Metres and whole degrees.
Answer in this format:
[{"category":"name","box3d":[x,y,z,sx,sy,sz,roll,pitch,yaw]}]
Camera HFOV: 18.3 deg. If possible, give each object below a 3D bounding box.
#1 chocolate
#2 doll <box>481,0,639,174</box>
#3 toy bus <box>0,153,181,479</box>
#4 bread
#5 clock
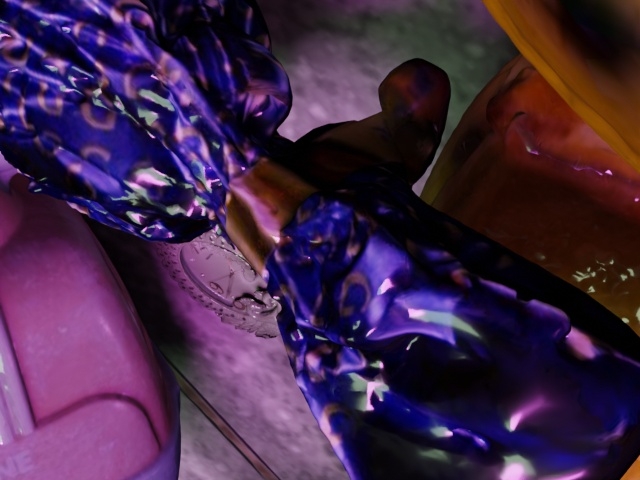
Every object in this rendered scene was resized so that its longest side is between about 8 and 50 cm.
[{"category":"chocolate","box3d":[0.004,0.003,0.703,0.343,0.148,0.126,43,-177,36]},{"category":"doll","box3d":[0.067,-0.177,0.558,0.348,0.161,0.423,33,149,33]},{"category":"toy bus","box3d":[-0.215,0.072,0.923,0.197,0.294,0.232,-128,24,-49]},{"category":"bread","box3d":[0.130,0.034,0.796,0.210,0.099,0.235,27,137,1]},{"category":"clock","box3d":[-0.044,0.016,0.956,0.083,0.010,0.074,38,142,-9]}]
